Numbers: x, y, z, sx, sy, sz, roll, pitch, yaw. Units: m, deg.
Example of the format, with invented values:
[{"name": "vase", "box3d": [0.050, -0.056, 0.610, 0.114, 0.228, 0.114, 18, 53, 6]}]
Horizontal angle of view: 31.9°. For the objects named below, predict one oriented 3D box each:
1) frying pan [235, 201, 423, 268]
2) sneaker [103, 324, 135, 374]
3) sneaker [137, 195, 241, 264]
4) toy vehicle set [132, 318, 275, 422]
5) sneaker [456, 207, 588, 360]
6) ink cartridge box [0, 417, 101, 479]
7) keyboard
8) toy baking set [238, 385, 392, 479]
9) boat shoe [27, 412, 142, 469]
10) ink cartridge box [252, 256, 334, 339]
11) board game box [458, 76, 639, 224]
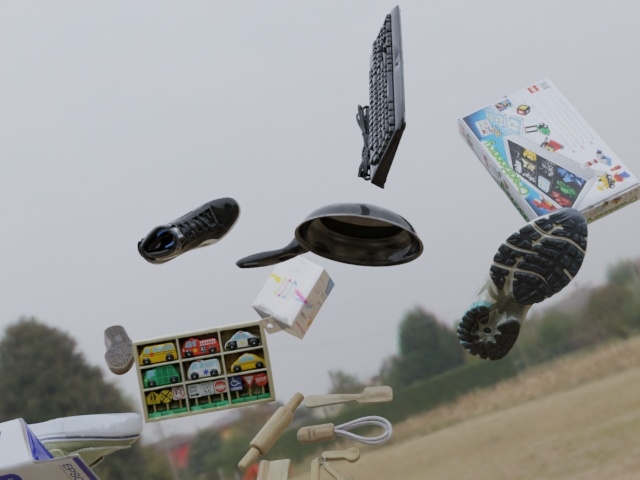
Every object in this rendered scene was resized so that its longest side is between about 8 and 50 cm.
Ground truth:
[{"name": "frying pan", "box3d": [0.026, 0.008, 1.745, 0.197, 0.053, 0.326, 20, -24, -26]}, {"name": "sneaker", "box3d": [-0.411, 0.243, 2.323, 0.066, 0.071, 0.188, -14, 24, -7]}, {"name": "sneaker", "box3d": [-0.251, -0.017, 2.164, 0.216, 0.079, 0.121, -31, -2, -2]}, {"name": "toy vehicle set", "box3d": [-0.232, 0.261, 2.242, 0.266, 0.166, 0.035, -10, 3, 0]}, {"name": "sneaker", "box3d": [0.290, 0.042, 1.624, 0.283, 0.110, 0.122, -56, 1, 38]}, {"name": "ink cartridge box", "box3d": [-0.344, 0.262, 1.088, 0.332, 0.065, 0.165, -13, -47, 11]}, {"name": "keyboard", "box3d": [0.085, -0.195, 1.669, 0.033, 0.317, 0.202, 11, -48, -7]}, {"name": "toy baking set", "box3d": [-0.001, 0.310, 1.730, 0.196, 0.030, 0.256, 15, 49, 28]}, {"name": "boat shoe", "box3d": [-0.384, 0.320, 1.709, 0.302, 0.094, 0.109, -15, -14, 36]}, {"name": "ink cartridge box", "box3d": [-0.054, 0.109, 2.064, 0.143, 0.090, 0.092, -60, -22, -13]}, {"name": "board game box", "box3d": [0.403, -0.148, 1.995, 0.193, 0.305, 0.053, -25, -37, -7]}]
